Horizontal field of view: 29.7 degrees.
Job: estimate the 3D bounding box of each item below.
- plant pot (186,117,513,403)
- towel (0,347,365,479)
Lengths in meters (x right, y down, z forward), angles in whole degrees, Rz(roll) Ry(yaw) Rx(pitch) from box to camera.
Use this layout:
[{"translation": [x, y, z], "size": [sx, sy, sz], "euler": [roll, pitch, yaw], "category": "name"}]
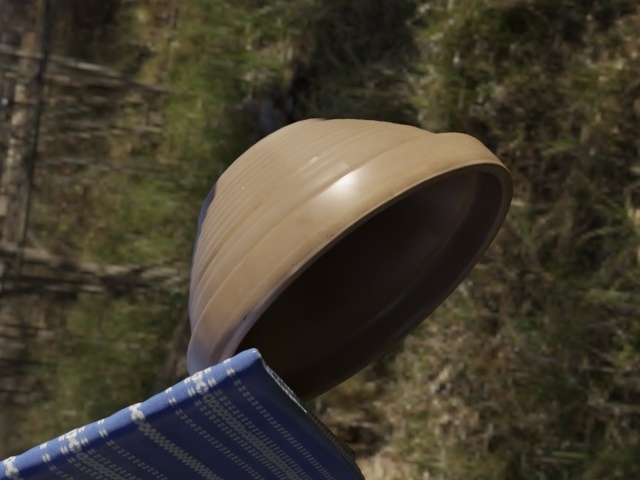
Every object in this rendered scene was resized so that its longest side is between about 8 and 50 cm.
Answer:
[{"translation": [0.000, 0.000, 0.778], "size": [0.109, 0.237, 0.237], "euler": [51, 147, 23], "category": "plant pot"}, {"translation": [-0.154, 0.168, 0.732], "size": [0.243, 0.336, 0.040], "euler": [56, -169, -61], "category": "towel"}]
